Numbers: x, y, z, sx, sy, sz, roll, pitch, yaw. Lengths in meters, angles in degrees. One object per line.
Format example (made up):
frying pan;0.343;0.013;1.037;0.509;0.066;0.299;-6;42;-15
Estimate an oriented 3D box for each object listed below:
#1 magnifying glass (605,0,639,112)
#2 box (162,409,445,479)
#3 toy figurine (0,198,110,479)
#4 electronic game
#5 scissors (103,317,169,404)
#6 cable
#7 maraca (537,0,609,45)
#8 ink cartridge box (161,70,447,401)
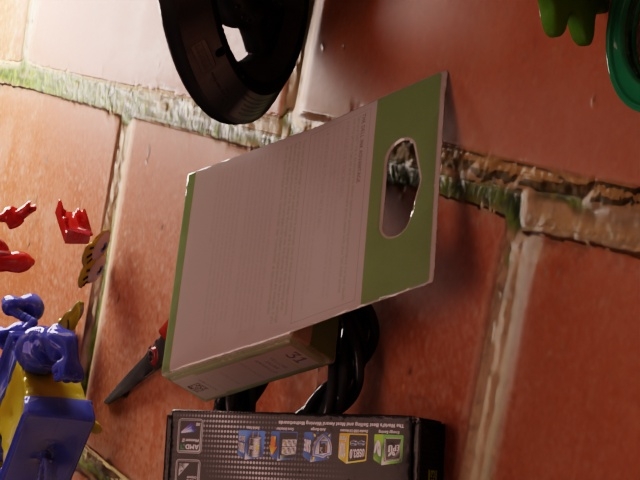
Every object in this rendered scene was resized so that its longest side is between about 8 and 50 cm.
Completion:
magnifying glass;0.202;-0.180;0.960;0.092;0.026;0.231;27;109;61
box;-0.016;0.203;1.153;0.191;0.045;0.184;-1;79;29
toy figurine;-0.291;0.163;1.623;0.362;0.191;0.217;-63;36;35
electronic game;-0.062;-0.197;1.283;0.048;0.229;0.229;0;81;21
scissors;-0.129;0.082;1.514;0.297;0.021;0.109;-15;79;63
cable;-0.022;0.104;1.256;0.151;0.047;0.184;-10;54;48
maraca;0.135;-0.202;0.995;0.099;0.127;0.185;-2;87;34
ink cartridge box;0.000;0.000;1.223;0.235;0.056;0.171;-19;51;34
